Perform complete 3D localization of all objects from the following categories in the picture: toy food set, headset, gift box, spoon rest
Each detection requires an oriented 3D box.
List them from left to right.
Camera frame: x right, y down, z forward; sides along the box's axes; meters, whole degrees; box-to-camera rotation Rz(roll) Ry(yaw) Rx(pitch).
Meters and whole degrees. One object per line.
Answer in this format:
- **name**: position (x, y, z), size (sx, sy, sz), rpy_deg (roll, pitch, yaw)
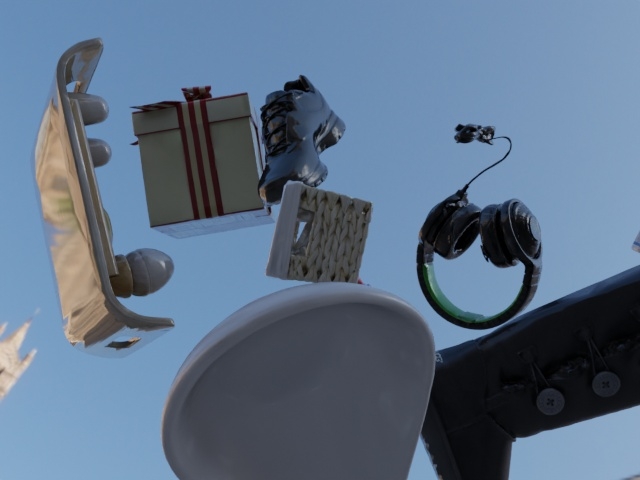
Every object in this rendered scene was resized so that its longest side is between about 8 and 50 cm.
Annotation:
- **toy food set**: position (-0.240, -0.031, 0.777), size (0.220, 0.092, 0.306), rpy_deg (-30, -108, 57)
- **gift box**: position (-0.242, -0.152, 1.387), size (0.276, 0.255, 0.258), rpy_deg (-8, -96, -4)
- **spoon rest**: position (0.002, 0.123, 0.385), size (0.137, 0.084, 0.276), rpy_deg (-22, -41, -11)
- **headset**: position (0.293, -0.021, 1.347), size (0.243, 0.185, 0.394), rpy_deg (10, -80, 36)

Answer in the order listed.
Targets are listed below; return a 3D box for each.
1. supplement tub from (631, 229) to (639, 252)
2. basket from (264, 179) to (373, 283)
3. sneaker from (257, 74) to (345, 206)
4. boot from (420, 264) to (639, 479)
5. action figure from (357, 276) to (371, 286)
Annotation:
- **supplement tub**: position (0.639, -0.017, 1.322), size (0.071, 0.071, 0.107), rpy_deg (24, -81, -3)
- **basket**: position (0.000, 0.000, 0.841), size (0.103, 0.167, 0.113), rpy_deg (12, -93, 1)
- **sneaker**: position (-0.050, -0.154, 1.068), size (0.109, 0.286, 0.130), rpy_deg (-21, -63, 23)
- **boot**: position (0.378, 0.263, 1.079), size (0.445, 0.146, 0.367), rpy_deg (-23, -70, 0)
- **action figure**: position (0.092, 0.102, 1.538), size (0.030, 0.038, 0.115), rpy_deg (-32, -34, 11)
